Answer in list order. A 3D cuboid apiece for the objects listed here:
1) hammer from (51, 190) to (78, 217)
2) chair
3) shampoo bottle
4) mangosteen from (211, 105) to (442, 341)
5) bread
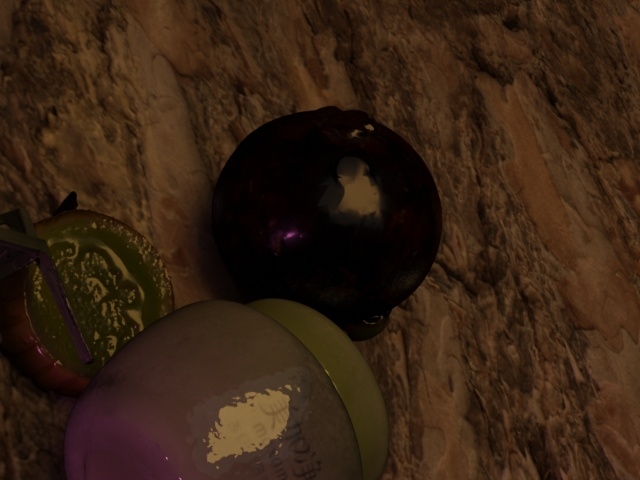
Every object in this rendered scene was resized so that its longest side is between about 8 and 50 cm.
[{"bbox_3d":[-0.338,0.000,1.769,0.065,0.021,0.178,38,41,-12],"label":"hammer"},{"bbox_3d":[-0.402,0.037,1.539,0.203,0.190,0.275,24,42,-62],"label":"chair"},{"bbox_3d":[-0.108,0.230,1.567,0.317,0.322,0.322,-26,79,-38],"label":"shampoo bottle"},{"bbox_3d":[0.000,0.000,1.893,0.306,0.359,0.306,12,24,-5],"label":"mangosteen"},{"bbox_3d":[-0.280,0.074,1.699,0.236,0.070,0.236,17,61,-33],"label":"bread"}]
